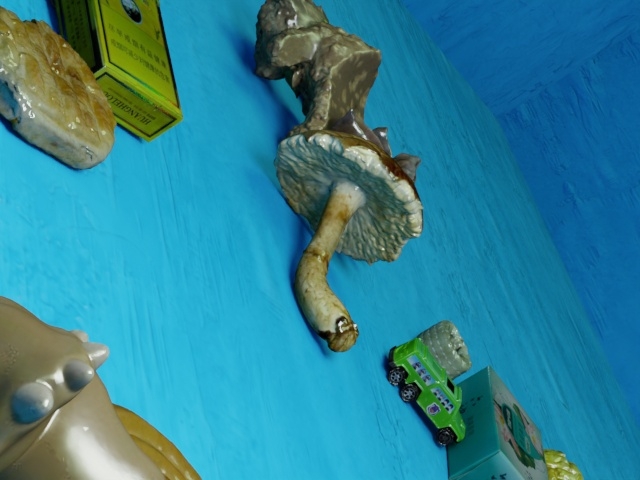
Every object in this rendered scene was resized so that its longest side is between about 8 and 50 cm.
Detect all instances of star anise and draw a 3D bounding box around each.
[{"bbox_3d":[0.075,-0.076,2.075,0.257,0.110,0.198,23,76,-65],"label":"star anise"}]

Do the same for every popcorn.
[{"bbox_3d":[0.365,0.395,2.178,0.116,0.120,0.106,-63,162,-44],"label":"popcorn"}]

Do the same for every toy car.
[{"bbox_3d":[0.161,0.217,1.947,0.165,0.062,0.071,52,17,-10],"label":"toy car"}]

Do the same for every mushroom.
[{"bbox_3d":[0.016,-0.030,1.819,0.233,0.208,0.302,29,24,1],"label":"mushroom"}]

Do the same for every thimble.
[{"bbox_3d":[0.194,0.175,2.133,0.084,0.062,0.110,53,17,-17],"label":"thimble"}]

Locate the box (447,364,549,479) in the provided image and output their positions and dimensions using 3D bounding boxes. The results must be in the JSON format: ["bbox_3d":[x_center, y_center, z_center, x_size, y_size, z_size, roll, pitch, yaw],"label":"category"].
[{"bbox_3d":[0.265,0.319,2.024,0.153,0.092,0.245,52,17,-19],"label":"box"}]

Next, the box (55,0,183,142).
[{"bbox_3d":[-0.242,-0.240,1.590,0.141,0.064,0.220,32,33,-47],"label":"box"}]

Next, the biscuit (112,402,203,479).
[{"bbox_3d":[-0.138,0.241,1.095,0.262,0.037,0.262,52,17,-22],"label":"biscuit"}]

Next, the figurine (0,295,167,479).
[{"bbox_3d":[-0.199,0.139,0.853,0.173,0.177,0.247,75,-7,-81],"label":"figurine"}]

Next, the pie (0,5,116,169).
[{"bbox_3d":[-0.284,-0.162,1.392,0.195,0.046,0.195,51,19,-25],"label":"pie"}]

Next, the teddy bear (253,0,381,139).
[{"bbox_3d":[-0.033,-0.246,2.139,0.246,0.222,0.296,39,67,-62],"label":"teddy bear"}]

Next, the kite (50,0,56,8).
[{"bbox_3d":[-0.289,-0.285,1.648,0.241,0.014,0.183,18,46,-57],"label":"kite"}]
